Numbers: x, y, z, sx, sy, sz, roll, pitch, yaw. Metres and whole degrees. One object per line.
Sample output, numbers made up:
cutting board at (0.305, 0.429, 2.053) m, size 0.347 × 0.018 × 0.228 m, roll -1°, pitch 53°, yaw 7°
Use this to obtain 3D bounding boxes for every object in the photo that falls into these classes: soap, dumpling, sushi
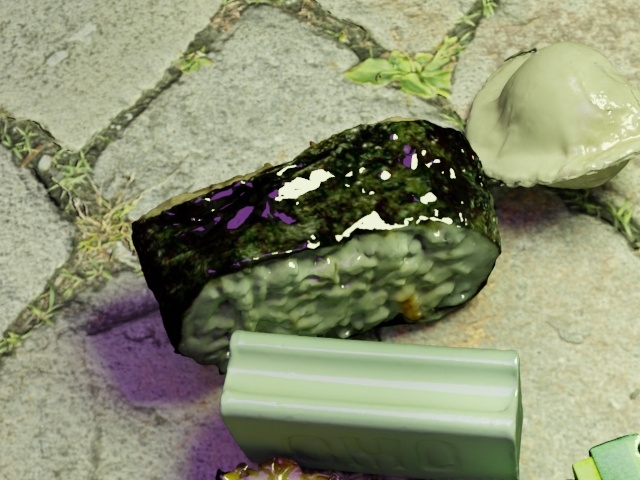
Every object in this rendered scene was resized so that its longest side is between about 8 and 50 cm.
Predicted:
soap at (0.053, 0.158, 1.284) m, size 0.265 × 0.160 × 0.088 m, roll 3°, pitch 64°, yaw 11°
dumpling at (0.233, -0.114, 1.413) m, size 0.172 × 0.142 × 0.247 m, roll -33°, pitch 34°, yaw -7°
sushi at (0.000, 0.000, 1.356) m, size 0.350 × 0.211 × 0.171 m, roll -17°, pitch 56°, yaw -6°

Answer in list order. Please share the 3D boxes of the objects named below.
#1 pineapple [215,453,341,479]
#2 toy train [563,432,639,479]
pineapple at (-0.041, 0.304, 1.272) m, size 0.224 × 0.076 × 0.225 m, roll -3°, pitch 64°, yaw 6°
toy train at (0.221, 0.266, 1.242) m, size 0.200 × 0.083 × 0.132 m, roll -18°, pitch 58°, yaw 0°
